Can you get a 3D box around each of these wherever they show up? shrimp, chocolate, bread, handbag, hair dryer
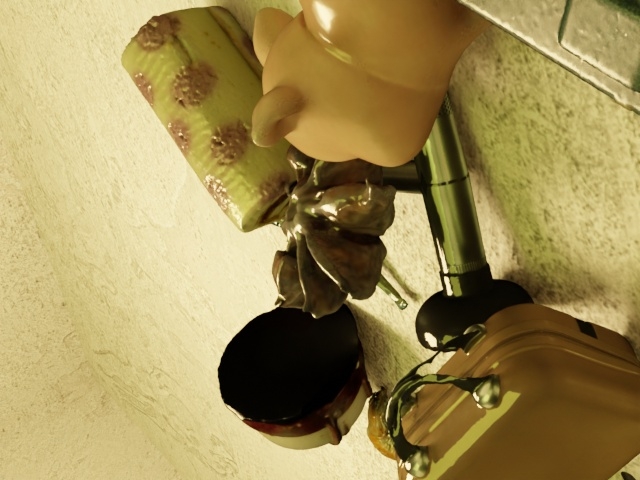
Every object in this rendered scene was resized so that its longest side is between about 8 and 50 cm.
[{"bbox_3d":[0.127,0.336,1.690,0.101,0.042,0.190,11,130,30],"label":"shrimp"},{"bbox_3d":[-0.025,0.252,1.636,0.283,0.283,0.186,24,153,48],"label":"chocolate"},{"bbox_3d":[-0.140,-0.186,1.391,0.155,0.187,0.338,-43,78,35],"label":"bread"},{"bbox_3d":[0.206,0.209,1.076,0.302,0.283,0.149,-53,26,33],"label":"handbag"},{"bbox_3d":[0.150,-0.032,1.231,0.284,0.155,0.320,-170,64,-81],"label":"hair dryer"}]

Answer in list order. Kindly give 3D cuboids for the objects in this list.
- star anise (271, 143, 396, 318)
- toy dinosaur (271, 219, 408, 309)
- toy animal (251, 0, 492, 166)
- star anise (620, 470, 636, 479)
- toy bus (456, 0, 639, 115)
[{"bbox_3d":[0.030,-0.051,1.188,0.359,0.139,0.316,-66,35,32],"label":"star anise"},{"bbox_3d":[0.000,-0.007,1.492,0.363,0.076,0.147,28,148,39],"label":"toy dinosaur"},{"bbox_3d":[0.046,-0.221,0.959,0.237,0.269,0.326,-94,-13,-47],"label":"toy animal"},{"bbox_3d":[0.442,0.361,1.093,0.282,0.129,0.212,-5,120,52],"label":"star anise"},{"bbox_3d":[0.234,-0.227,0.752,0.275,0.167,0.138,41,149,29],"label":"toy bus"}]
